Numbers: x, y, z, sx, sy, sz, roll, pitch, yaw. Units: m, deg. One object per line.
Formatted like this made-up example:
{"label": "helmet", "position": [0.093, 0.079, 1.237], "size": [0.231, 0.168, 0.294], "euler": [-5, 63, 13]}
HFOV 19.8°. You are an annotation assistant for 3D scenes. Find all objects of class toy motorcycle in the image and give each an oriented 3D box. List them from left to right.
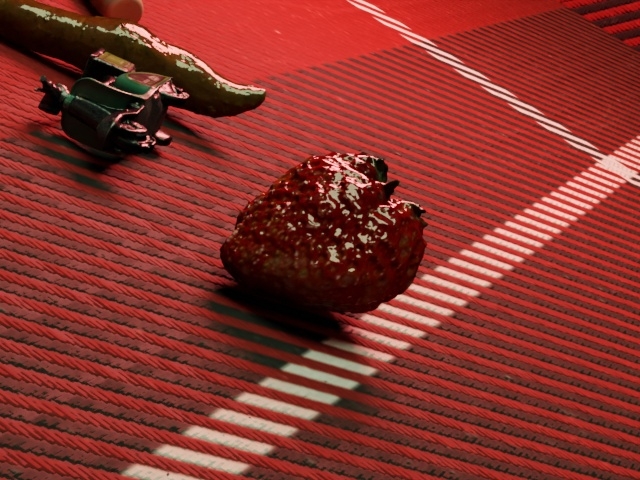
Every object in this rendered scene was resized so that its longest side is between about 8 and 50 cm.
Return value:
{"label": "toy motorcycle", "position": [-0.165, -0.106, 1.464], "size": [0.100, 0.058, 0.173], "euler": [23, 17, 2]}

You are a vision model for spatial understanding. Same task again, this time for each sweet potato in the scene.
{"label": "sweet potato", "position": [-0.178, -0.162, 1.578], "size": [0.273, 0.067, 0.067], "euler": [20, 21, -13]}

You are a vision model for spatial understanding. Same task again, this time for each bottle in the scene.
{"label": "bottle", "position": [-0.203, -0.240, 1.765], "size": [0.045, 0.045, 0.096], "euler": [15, 26, -38]}

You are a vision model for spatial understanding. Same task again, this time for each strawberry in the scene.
{"label": "strawberry", "position": [0.004, 0.005, 1.359], "size": [0.131, 0.131, 0.148], "euler": [38, 63, 22]}
